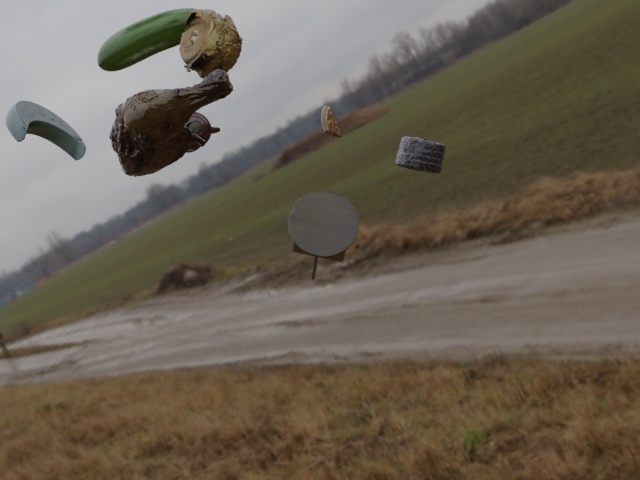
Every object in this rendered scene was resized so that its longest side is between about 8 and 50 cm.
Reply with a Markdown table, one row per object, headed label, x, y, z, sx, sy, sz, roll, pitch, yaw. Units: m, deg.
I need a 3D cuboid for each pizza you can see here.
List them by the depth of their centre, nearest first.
| label | x | y | z | sx | sy | sz | roll | pitch | yaw |
| --- | --- | --- | --- | --- | --- | --- | --- | --- | --- |
| pizza | 0.019 | -0.308 | 2.127 | 0.029 | 0.100 | 0.099 | -21 | 15 | 25 |

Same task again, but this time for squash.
| label | x | y | z | sx | sy | sz | roll | pitch | yaw |
| --- | --- | --- | --- | --- | --- | --- | --- | --- | --- |
| squash | -0.380 | -0.449 | 1.757 | 0.292 | 0.082 | 0.082 | -16 | 11 | 23 |

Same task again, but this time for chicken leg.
| label | x | y | z | sx | sy | sz | roll | pitch | yaw |
| --- | --- | --- | --- | --- | --- | --- | --- | --- | --- |
| chicken leg | -0.278 | -0.202 | 1.426 | 0.177 | 0.083 | 0.322 | -2 | -25 | -26 |

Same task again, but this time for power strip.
| label | x | y | z | sx | sy | sz | roll | pitch | yaw |
| --- | --- | --- | --- | --- | --- | --- | --- | --- | --- |
| power strip | -0.735 | -0.298 | 2.130 | 0.054 | 0.168 | 0.253 | -44 | -23 | 16 |

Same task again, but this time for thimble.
| label | x | y | z | sx | sy | sz | roll | pitch | yaw |
| --- | --- | --- | --- | --- | --- | --- | --- | --- | --- |
| thimble | 0.201 | -0.171 | 1.591 | 0.095 | 0.066 | 0.104 | 14 | 4 | 9 |

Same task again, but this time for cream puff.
| label | x | y | z | sx | sy | sz | roll | pitch | yaw |
| --- | --- | --- | --- | --- | --- | --- | --- | --- | --- |
| cream puff | -0.195 | -0.355 | 1.446 | 0.104 | 0.120 | 0.133 | 18 | -2 | -44 |

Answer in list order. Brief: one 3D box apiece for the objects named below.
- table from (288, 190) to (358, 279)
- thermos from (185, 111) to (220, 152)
| label | x | y | z | sx | sy | sz | roll | pitch | yaw |
| --- | --- | --- | --- | --- | --- | --- | --- | --- | --- |
| table | 0.000 | 0.000 | 1.968 | 0.167 | 0.167 | 0.227 | -29 | -17 | -14 |
| thermos | -0.321 | -0.274 | 2.003 | 0.124 | 0.099 | 0.232 | -3 | 3 | -16 |
